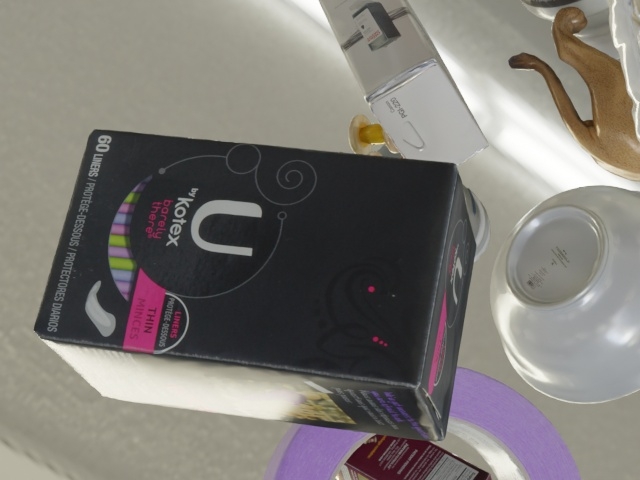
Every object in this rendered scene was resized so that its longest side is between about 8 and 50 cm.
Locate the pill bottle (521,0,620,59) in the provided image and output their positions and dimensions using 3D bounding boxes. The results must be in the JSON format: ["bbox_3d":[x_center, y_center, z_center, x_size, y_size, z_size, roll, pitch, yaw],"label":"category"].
[{"bbox_3d":[0.266,-0.352,1.623,0.318,0.176,0.176,52,-164,-32],"label":"pill bottle"}]

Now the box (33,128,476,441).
[{"bbox_3d":[-0.038,0.032,1.059,0.143,0.270,0.165,65,-147,-65],"label":"box"}]

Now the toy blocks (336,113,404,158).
[{"bbox_3d":[0.096,-0.108,1.800,0.054,0.148,0.123,59,-136,-36],"label":"toy blocks"}]

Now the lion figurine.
[{"bbox_3d":[0.387,-0.114,1.498,0.142,0.392,0.240,75,-165,-51],"label":"lion figurine"}]

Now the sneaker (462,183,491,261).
[{"bbox_3d":[0.000,0.000,1.266,0.115,0.281,0.105,60,-171,-64],"label":"sneaker"}]

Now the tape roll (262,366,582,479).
[{"bbox_3d":[0.085,0.245,1.274,0.275,0.275,0.090,42,167,0],"label":"tape roll"}]

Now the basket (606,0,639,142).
[{"bbox_3d":[0.432,-0.221,1.181,0.331,0.266,0.328,-13,-88,-23],"label":"basket"}]

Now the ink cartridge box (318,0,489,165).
[{"bbox_3d":[0.089,-0.194,1.676,0.158,0.092,0.218,50,-166,-44],"label":"ink cartridge box"}]

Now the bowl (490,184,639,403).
[{"bbox_3d":[0.323,0.044,1.867,0.134,0.298,0.298,35,-159,-44],"label":"bowl"}]

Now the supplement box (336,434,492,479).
[{"bbox_3d":[0.111,0.289,1.771,0.188,0.081,0.104,25,152,31],"label":"supplement box"}]

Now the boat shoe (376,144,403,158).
[{"bbox_3d":[0.076,-0.046,2.164,0.306,0.113,0.105,-45,-56,-44],"label":"boat shoe"}]
